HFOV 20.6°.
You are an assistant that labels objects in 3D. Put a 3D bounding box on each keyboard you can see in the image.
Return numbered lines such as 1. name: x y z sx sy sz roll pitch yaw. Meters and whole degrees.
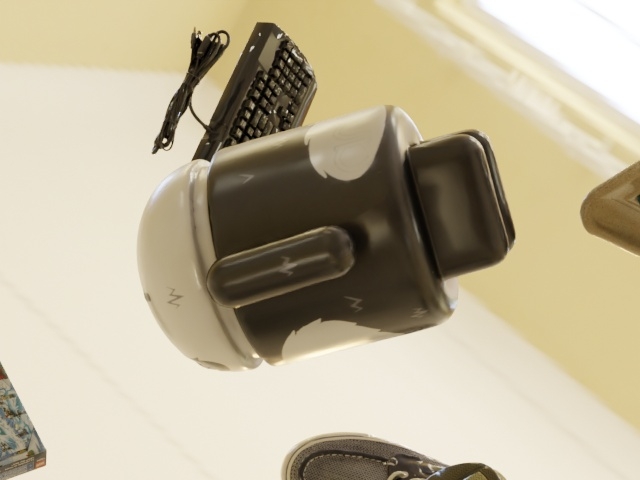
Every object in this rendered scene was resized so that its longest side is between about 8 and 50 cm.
1. keyboard: -0.109 -0.115 2.018 0.033 0.317 0.201 -1 148 44

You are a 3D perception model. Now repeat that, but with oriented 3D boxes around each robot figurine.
1. robot figurine: 0.001 0.002 1.315 0.209 0.278 0.174 58 -159 -54

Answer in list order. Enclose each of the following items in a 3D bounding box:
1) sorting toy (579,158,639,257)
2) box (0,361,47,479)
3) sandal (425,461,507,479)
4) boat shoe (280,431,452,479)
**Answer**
1. sorting toy: 0.371 -0.034 1.379 0.307 0.229 0.041 21 -139 -45
2. box: -0.317 0.161 1.593 0.094 0.027 0.137 -17 -127 -24
3. sandal: 0.110 0.334 1.663 0.086 0.303 0.120 11 -153 -22
4. boat shoe: 0.123 0.322 2.185 0.340 0.127 0.158 14 176 -7
